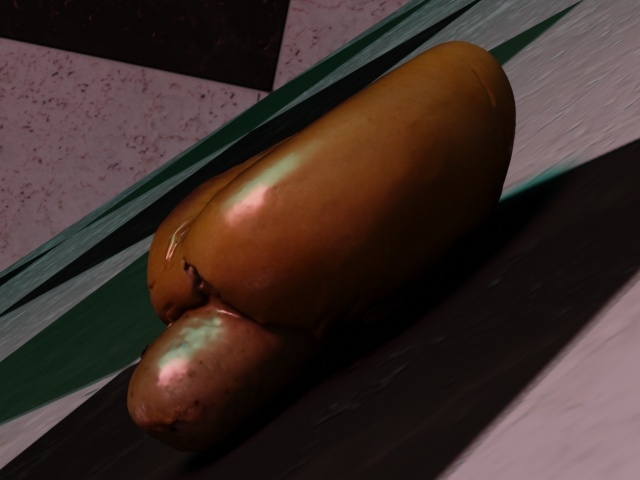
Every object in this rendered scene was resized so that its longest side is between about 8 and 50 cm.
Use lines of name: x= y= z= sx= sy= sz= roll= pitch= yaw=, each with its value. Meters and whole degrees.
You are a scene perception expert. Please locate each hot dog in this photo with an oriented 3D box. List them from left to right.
hot dog: x=0.001 y=-0.001 z=0.480 sx=0.090 sy=0.060 sz=0.140 roll=-33 pitch=-1 yaw=44
